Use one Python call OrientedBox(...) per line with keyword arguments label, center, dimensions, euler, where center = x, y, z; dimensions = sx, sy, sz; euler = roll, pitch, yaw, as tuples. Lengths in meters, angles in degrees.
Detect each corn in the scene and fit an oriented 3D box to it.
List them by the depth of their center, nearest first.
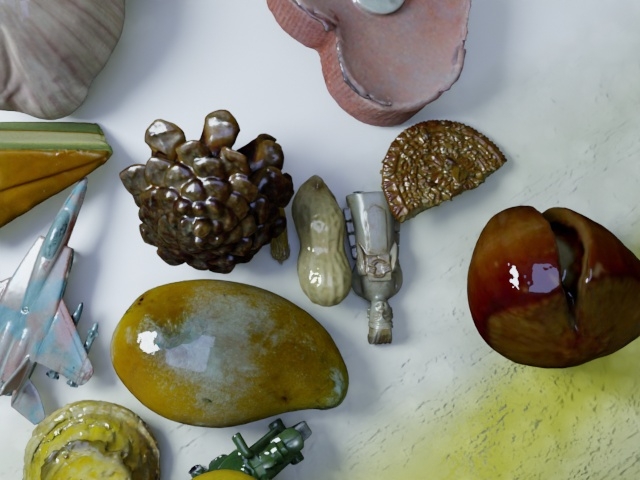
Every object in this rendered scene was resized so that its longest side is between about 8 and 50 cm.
OrientedBox(label="corn", center=(-0.058, -0.007, 1.068), dimensions=(0.028, 0.027, 0.083), euler=(-6, 82, 18))

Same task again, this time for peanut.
OrientedBox(label="peanut", center=(0.000, 0.000, 1.043), dimensions=(0.082, 0.082, 0.187), euler=(-7, 82, -3))

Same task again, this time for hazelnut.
OrientedBox(label="hazelnut", center=(0.314, 0.060, 1.002), dimensions=(0.251, 0.217, 0.217), euler=(9, 82, -11))

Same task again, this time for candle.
OrientedBox(label="candle", center=(0.083, -0.341, 1.074), dimensions=(0.287, 0.131, 0.317), euler=(-41, 96, -13))

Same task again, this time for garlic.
OrientedBox(label="garlic", center=(-0.396, -0.323, 0.980), dimensions=(0.317, 0.259, 0.318), euler=(0, 81, 2))

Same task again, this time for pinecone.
OrientedBox(label="pinecone", center=(-0.141, -0.065, 0.986), dimensions=(0.202, 0.229, 0.201), euler=(37, 38, 14))

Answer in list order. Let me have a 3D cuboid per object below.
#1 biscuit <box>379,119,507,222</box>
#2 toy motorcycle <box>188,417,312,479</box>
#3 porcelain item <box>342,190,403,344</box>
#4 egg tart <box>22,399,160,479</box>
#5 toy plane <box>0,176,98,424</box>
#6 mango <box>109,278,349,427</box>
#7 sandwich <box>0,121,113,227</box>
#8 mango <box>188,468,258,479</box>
OrientedBox(label="biscuit", center=(0.164, -0.113, 1.068), dimensions=(0.206, 0.025, 0.126), euler=(-28, 79, -23))
OrientedBox(label="toy motorcycle", center=(-0.101, 0.367, 0.970), dimensions=(0.275, 0.127, 0.205), euler=(-33, 82, -3))
OrientedBox(label="porcelain item", center=(0.078, 0.039, 1.056), dimensions=(0.084, 0.054, 0.213), euler=(-3, 84, -3))
OrientedBox(label="egg tart", center=(-0.298, 0.305, 0.978), dimensions=(0.191, 0.074, 0.191), euler=(-2, 98, -12))
OrientedBox(label="toy plane", center=(-0.377, 0.069, 1.008), dimensions=(0.222, 0.104, 0.327), euler=(22, 78, 0))
OrientedBox(label="mango", center=(-0.114, 0.151, 0.988), dimensions=(0.316, 0.146, 0.193), euler=(10, 80, -7))
OrientedBox(label="sandwich", center=(-0.392, -0.080, 1.036), dimensions=(0.187, 0.117, 0.144), euler=(-3, 122, -28))
OrientedBox(label="mango", center=(-0.136, 0.340, 0.874), dimensions=(0.195, 0.098, 0.137), euler=(-12, 87, 15))
